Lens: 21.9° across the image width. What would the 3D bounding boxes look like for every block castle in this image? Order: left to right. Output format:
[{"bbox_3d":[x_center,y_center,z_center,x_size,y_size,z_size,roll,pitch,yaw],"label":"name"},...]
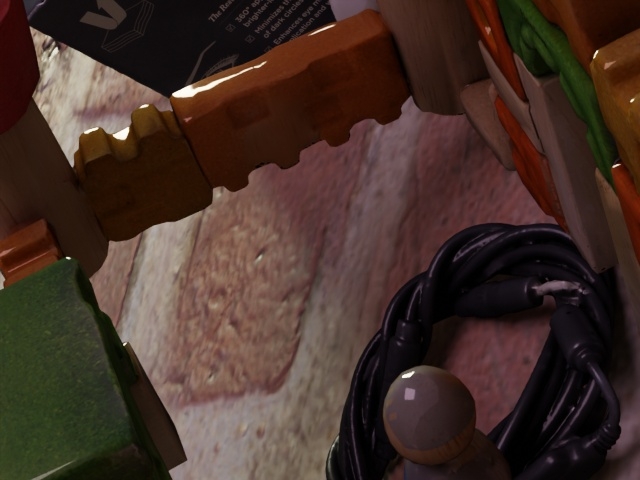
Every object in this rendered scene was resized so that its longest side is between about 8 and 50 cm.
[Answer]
[{"bbox_3d":[0.000,0.000,0.581,0.303,0.213,0.453,-24,41,-2],"label":"block castle"}]

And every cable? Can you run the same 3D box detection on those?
[{"bbox_3d":[0.053,0.072,0.728,0.184,0.047,0.150,-45,38,28],"label":"cable"}]

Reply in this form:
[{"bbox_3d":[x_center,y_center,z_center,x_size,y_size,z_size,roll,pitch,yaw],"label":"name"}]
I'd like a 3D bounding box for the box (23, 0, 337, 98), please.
[{"bbox_3d":[-0.065,-0.168,0.950,0.156,0.158,0.093,-42,39,29],"label":"box"}]

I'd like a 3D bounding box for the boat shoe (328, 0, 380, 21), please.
[{"bbox_3d":[0.066,-0.261,0.862,0.119,0.121,0.335,-1,72,18],"label":"boat shoe"}]
